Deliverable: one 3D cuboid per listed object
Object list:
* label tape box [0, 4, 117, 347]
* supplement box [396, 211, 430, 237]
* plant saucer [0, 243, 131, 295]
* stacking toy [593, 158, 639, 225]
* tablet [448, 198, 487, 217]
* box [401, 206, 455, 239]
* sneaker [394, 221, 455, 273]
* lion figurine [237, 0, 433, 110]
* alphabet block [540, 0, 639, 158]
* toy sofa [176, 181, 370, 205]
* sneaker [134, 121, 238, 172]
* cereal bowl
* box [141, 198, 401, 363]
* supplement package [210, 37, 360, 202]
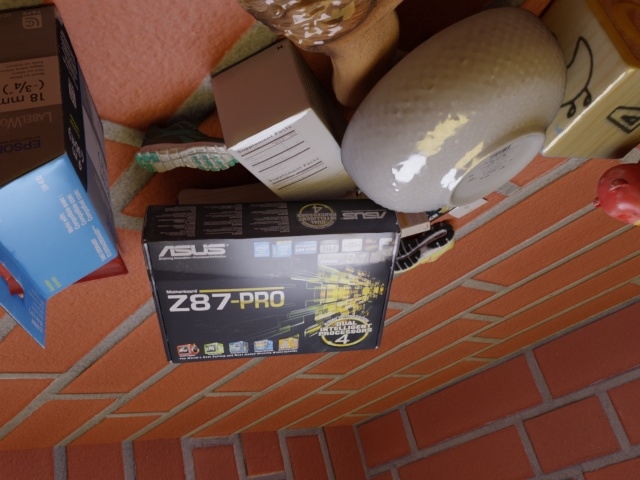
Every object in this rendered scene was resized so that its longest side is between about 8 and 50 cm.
[{"bbox_3d":[-0.327,-0.072,0.757,0.106,0.333,0.240,-11,153,-10],"label":"label tape box"},{"bbox_3d":[0.167,-0.041,1.271,0.099,0.062,0.036,-15,151,2],"label":"supplement box"},{"bbox_3d":[-0.507,0.013,1.148,0.259,0.047,0.258,-10,153,-9],"label":"plant saucer"},{"bbox_3d":[0.523,-0.068,0.876,0.131,0.279,0.309,-16,150,-3],"label":"stacking toy"},{"bbox_3d":[0.349,-0.079,1.475,0.083,0.006,0.054,-33,148,30],"label":"tablet"},{"bbox_3d":[0.171,-0.068,1.349,0.220,0.051,0.175,-33,149,30],"label":"box"},{"bbox_3d":[0.244,0.033,1.553,0.209,0.081,0.094,-23,155,14],"label":"sneaker"},{"bbox_3d":[0.055,-0.260,0.801,0.240,0.142,0.392,-32,145,1],"label":"lion figurine"},{"bbox_3d":[0.436,-0.259,0.971,0.194,0.192,0.197,-4,151,-26],"label":"alphabet block"},{"bbox_3d":[-0.083,-0.030,1.189,0.363,0.177,0.150,-11,177,0],"label":"toy sofa"},{"bbox_3d":[-0.197,-0.150,0.945,0.167,0.076,0.065,1,153,5],"label":"sneaker"},{"bbox_3d":[0.205,-0.148,0.878,0.339,0.141,0.339,-27,160,-11],"label":"cereal bowl"},{"bbox_3d":[-0.079,0.074,1.065,0.395,0.097,0.318,-2,134,-7],"label":"box"},{"bbox_3d":[-0.040,-0.162,0.956,0.134,0.139,0.244,-24,151,15],"label":"supplement package"}]
